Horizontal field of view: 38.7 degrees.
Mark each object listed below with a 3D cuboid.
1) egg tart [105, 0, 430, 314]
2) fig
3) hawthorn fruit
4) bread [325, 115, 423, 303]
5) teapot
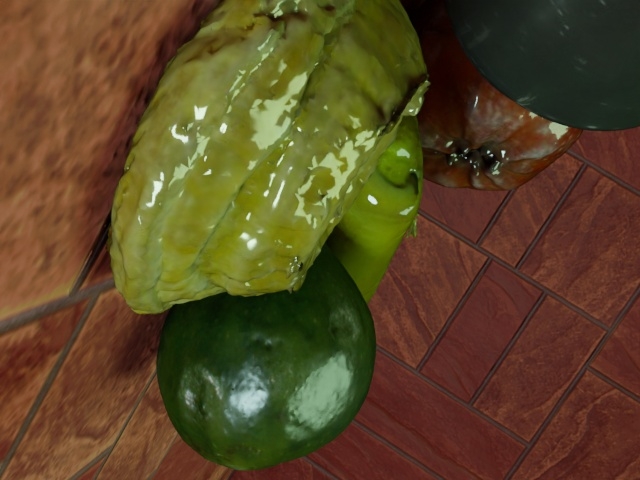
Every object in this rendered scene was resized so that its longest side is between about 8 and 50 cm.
[{"bbox_3d":[-0.018,-0.063,0.579,0.290,0.115,0.290,-55,174,-8],"label":"egg tart"},{"bbox_3d":[-0.051,0.064,0.775,0.195,0.195,0.245,-28,114,-77],"label":"fig"},{"bbox_3d":[0.186,-0.200,1.040,0.242,0.241,0.272,107,-4,-67],"label":"hawthorn fruit"},{"bbox_3d":[0.000,0.000,0.921,0.384,0.112,0.166,114,-24,-54],"label":"bread"},{"bbox_3d":[0.284,-0.306,0.763,0.305,0.376,0.361,-7,173,-21],"label":"teapot"}]
